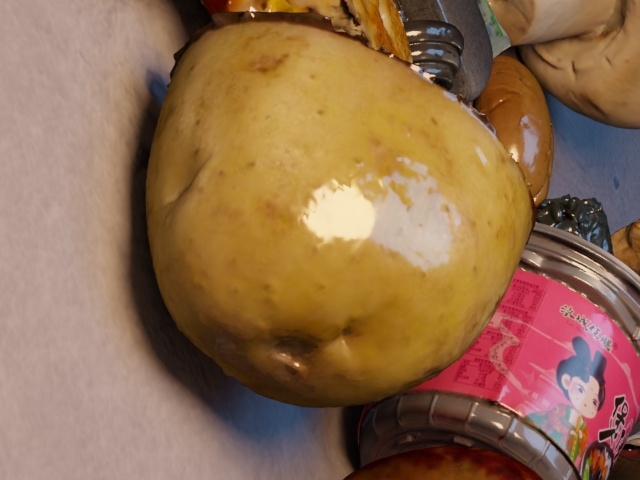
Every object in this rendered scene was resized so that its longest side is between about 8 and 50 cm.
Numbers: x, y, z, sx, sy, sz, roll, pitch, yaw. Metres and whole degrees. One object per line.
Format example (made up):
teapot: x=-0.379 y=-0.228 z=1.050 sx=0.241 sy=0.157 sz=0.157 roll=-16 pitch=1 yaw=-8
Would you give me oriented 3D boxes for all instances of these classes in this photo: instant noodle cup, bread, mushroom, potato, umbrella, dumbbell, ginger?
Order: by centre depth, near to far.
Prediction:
potato: x=0.000 y=0.000 z=1.164 sx=0.285 sy=0.242 sz=0.242 roll=44 pitch=36 yaw=-27
instant noodle cup: x=0.139 y=0.134 z=1.373 sx=0.302 sy=0.258 sz=0.182 roll=35 pitch=50 yaw=-5
dumbbell: x=0.087 y=-0.082 z=1.509 sx=0.110 sy=0.110 sz=0.255 roll=19 pitch=57 yaw=-61
umbrella: x=0.262 y=0.124 z=1.776 sx=0.143 sy=0.094 sz=0.349 roll=5 pitch=79 yaw=-64
bread: x=0.209 y=-0.115 z=1.845 sx=0.114 sy=0.077 sz=0.189 roll=31 pitch=51 yaw=-51
mushroom: x=0.336 y=-0.286 z=1.937 sx=0.325 sy=0.353 sz=0.353 roll=48 pitch=32 yaw=-15
ginger: x=0.420 y=0.053 z=2.157 sx=0.294 sy=0.131 sz=0.086 roll=50 pitch=22 yaw=-61

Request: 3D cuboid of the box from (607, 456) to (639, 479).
box: x=0.292 y=0.294 z=1.528 sx=0.184 sy=0.273 sz=0.143 roll=64 pitch=26 yaw=-20

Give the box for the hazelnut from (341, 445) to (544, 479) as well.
hazelnut: x=0.075 y=0.253 z=1.208 sx=0.234 sy=0.218 sz=0.218 roll=-53 pitch=130 yaw=-23

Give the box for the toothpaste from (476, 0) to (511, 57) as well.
toothpaste: x=0.109 y=-0.299 z=1.763 sx=0.074 sy=0.048 sz=0.297 roll=-38 pitch=117 yaw=-16

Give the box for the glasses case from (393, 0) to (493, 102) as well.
glasses case: x=0.075 y=-0.280 z=1.654 sx=0.323 sy=0.074 sz=0.131 roll=65 pitch=27 yaw=-20

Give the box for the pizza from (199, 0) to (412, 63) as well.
pizza: x=-0.019 y=-0.195 z=1.342 sx=0.440 sy=0.130 sz=0.406 roll=-78 pitch=146 yaw=-65

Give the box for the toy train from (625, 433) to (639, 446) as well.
toy train: x=0.453 y=0.298 z=1.955 sx=0.300 sy=0.202 sz=0.131 roll=46 pitch=38 yaw=-47
